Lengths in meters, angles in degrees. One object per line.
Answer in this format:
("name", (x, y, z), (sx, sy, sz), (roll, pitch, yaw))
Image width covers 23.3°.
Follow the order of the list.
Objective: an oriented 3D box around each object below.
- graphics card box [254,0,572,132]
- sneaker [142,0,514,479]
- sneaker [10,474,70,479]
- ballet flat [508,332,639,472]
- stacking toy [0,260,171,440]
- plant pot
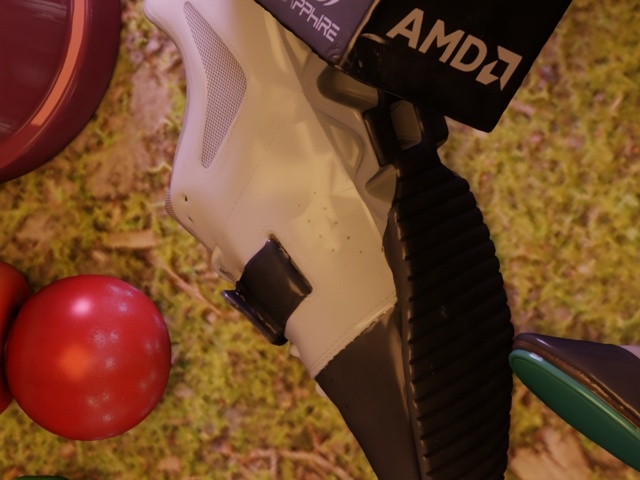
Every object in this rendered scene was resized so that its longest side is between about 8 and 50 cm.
("graphics card box", (0.071, -0.255, 0.602), (0.371, 0.094, 0.233), (-59, 43, 13))
("sneaker", (0.000, 0.000, 0.798), (0.146, 0.122, 0.330), (-16, 89, 30))
("sneaker", (-0.252, 0.240, 0.859), (0.344, 0.134, 0.146), (-26, 80, 3))
("ballet flat", (0.189, 0.102, 0.778), (0.203, 0.074, 0.074), (41, 100, 14))
("stacking toy", (-0.243, 0.043, 0.845), (0.330, 0.141, 0.141), (6, 94, 5))
("plant pot", (-0.226, -0.125, 0.799), (0.201, 0.180, 0.201), (0, 91, 13))
